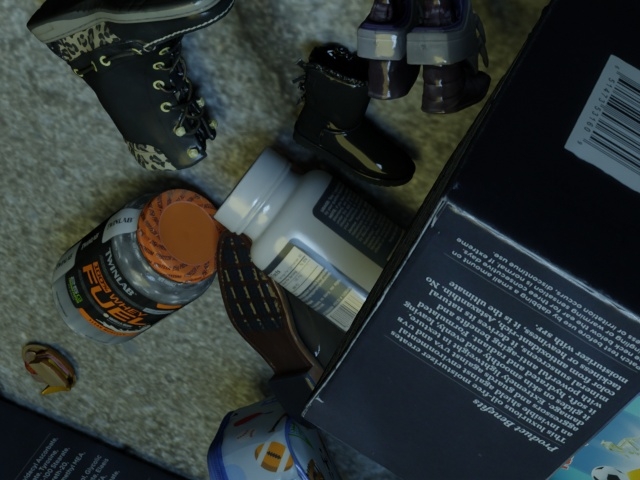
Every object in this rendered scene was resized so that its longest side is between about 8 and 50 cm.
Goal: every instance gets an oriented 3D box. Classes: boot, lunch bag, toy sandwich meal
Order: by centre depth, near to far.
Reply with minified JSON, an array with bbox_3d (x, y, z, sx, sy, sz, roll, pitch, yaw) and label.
[{"bbox_3d":[0.031,-0.106,1.207,0.121,0.045,0.099,26,138,10],"label":"boot"},{"bbox_3d":[-0.128,-0.150,1.238,0.236,0.085,0.178,-1,133,43],"label":"boot"},{"bbox_3d":[-0.023,0.065,1.395,0.082,0.106,0.219,-6,115,41],"label":"boot"},{"bbox_3d":[-0.009,0.311,1.491,0.115,0.243,0.303,-24,96,4],"label":"lunch bag"},{"bbox_3d":[-0.332,0.159,1.743,0.086,0.029,0.085,19,139,17],"label":"toy sandwich meal"}]

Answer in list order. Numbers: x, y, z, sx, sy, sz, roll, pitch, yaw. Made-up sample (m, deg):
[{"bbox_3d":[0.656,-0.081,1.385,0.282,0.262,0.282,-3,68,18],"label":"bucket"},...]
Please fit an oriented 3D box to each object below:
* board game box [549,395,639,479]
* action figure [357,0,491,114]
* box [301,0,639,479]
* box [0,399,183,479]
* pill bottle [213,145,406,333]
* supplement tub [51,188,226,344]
[{"bbox_3d":[0.313,0.175,1.282,0.336,0.079,0.253,24,140,11],"label":"board game box"},{"bbox_3d":[0.056,-0.235,1.014,0.185,0.099,0.285,13,127,33],"label":"action figure"},{"bbox_3d":[0.161,0.001,1.030,0.183,0.296,0.294,32,143,1],"label":"box"},{"bbox_3d":[-0.343,0.502,1.899,0.472,0.297,0.479,20,140,13],"label":"box"},{"bbox_3d":[0.000,0.000,1.287,0.180,0.108,0.108,37,141,-5],"label":"pill bottle"},{"bbox_3d":[-0.178,0.025,1.428,0.117,0.117,0.190,43,140,-12],"label":"supplement tub"}]
